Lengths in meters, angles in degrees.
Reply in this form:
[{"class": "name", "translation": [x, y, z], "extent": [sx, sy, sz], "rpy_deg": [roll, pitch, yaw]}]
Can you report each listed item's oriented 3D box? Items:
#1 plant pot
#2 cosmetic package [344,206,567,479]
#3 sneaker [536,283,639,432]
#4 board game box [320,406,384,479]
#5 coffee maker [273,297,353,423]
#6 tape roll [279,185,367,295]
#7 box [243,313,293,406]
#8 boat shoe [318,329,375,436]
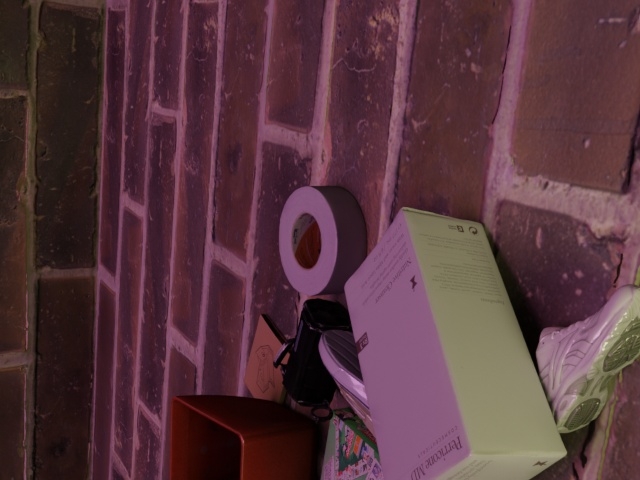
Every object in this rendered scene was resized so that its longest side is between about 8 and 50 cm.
[{"class": "plant pot", "translation": [-0.150, 0.471, 1.542], "extent": [0.267, 0.236, 0.267], "rpy_deg": [11, 102, 48]}, {"class": "cosmetic package", "translation": [0.172, 0.172, 1.048], "extent": [0.217, 0.156, 0.385], "rpy_deg": [122, 149, -42]}, {"class": "sneaker", "translation": [0.333, 0.136, 0.936], "extent": [0.115, 0.090, 0.232], "rpy_deg": [56, 135, 44]}, {"class": "board game box", "translation": [0.072, 0.514, 1.395], "extent": [0.213, 0.046, 0.317], "rpy_deg": [31, 118, 53]}, {"class": "coffee maker", "translation": [0.004, 0.228, 1.424], "extent": [0.171, 0.120, 0.178], "rpy_deg": [39, 124, 39]}, {"class": "tape roll", "translation": [0.000, 0.000, 1.449], "extent": [0.219, 0.072, 0.219], "rpy_deg": [3, 94, 57]}, {"class": "box", "translation": [-0.121, 0.300, 1.700], "extent": [0.164, 0.021, 0.201], "rpy_deg": [45, 129, 46]}, {"class": "boat shoe", "translation": [0.085, 0.263, 1.221], "extent": [0.302, 0.109, 0.094], "rpy_deg": [44, 128, 45]}]
